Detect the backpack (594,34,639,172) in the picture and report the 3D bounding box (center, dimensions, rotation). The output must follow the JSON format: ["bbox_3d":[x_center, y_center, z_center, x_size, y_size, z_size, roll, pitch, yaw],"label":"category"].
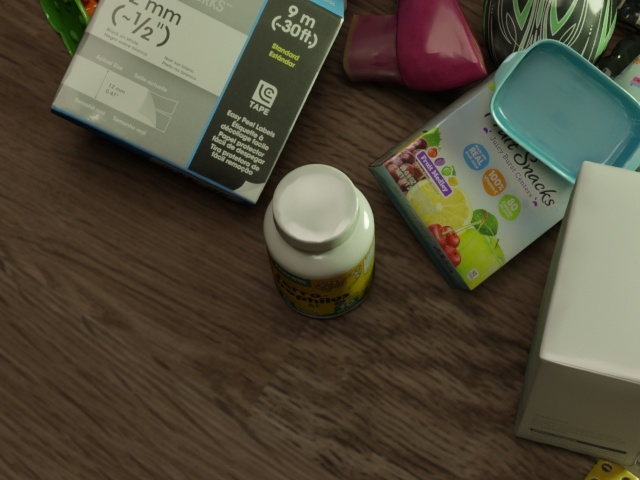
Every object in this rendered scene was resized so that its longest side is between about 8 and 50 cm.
[{"bbox_3d":[0.380,-0.137,1.478,0.182,0.115,0.152,43,74,13],"label":"backpack"}]

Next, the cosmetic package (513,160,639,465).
[{"bbox_3d":[0.294,0.079,1.328,0.138,0.224,0.224,14,63,7],"label":"cosmetic package"}]

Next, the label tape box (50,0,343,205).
[{"bbox_3d":[-0.117,-0.247,1.458,0.249,0.115,0.347,26,89,-11],"label":"label tape box"}]

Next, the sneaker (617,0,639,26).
[{"bbox_3d":[0.447,-0.255,1.536,0.110,0.122,0.283,-44,49,17],"label":"sneaker"}]

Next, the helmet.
[{"bbox_3d":[0.265,-0.259,1.511,0.169,0.169,0.161,18,58,9],"label":"helmet"}]

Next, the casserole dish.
[{"bbox_3d":[0.266,-0.136,1.404,0.188,0.037,0.114,36,96,-10],"label":"casserole dish"}]

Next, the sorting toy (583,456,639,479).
[{"bbox_3d":[0.295,0.355,1.318,0.132,0.046,0.274,15,57,8],"label":"sorting toy"}]

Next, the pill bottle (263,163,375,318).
[{"bbox_3d":[0.000,0.000,1.391,0.118,0.208,0.117,-1,69,2],"label":"pill bottle"}]

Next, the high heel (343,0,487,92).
[{"bbox_3d":[0.154,-0.352,1.545,0.181,0.127,0.377,6,81,33],"label":"high heel"}]

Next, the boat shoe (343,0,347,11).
[{"bbox_3d":[-0.018,-0.373,1.617,0.076,0.083,0.226,-1,72,-23],"label":"boat shoe"}]

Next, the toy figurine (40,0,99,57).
[{"bbox_3d":[-0.239,-0.291,1.586,0.159,0.130,0.173,-26,45,-22],"label":"toy figurine"}]

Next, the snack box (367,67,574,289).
[{"bbox_3d":[0.187,-0.074,1.451,0.207,0.070,0.174,-38,100,-12],"label":"snack box"}]
